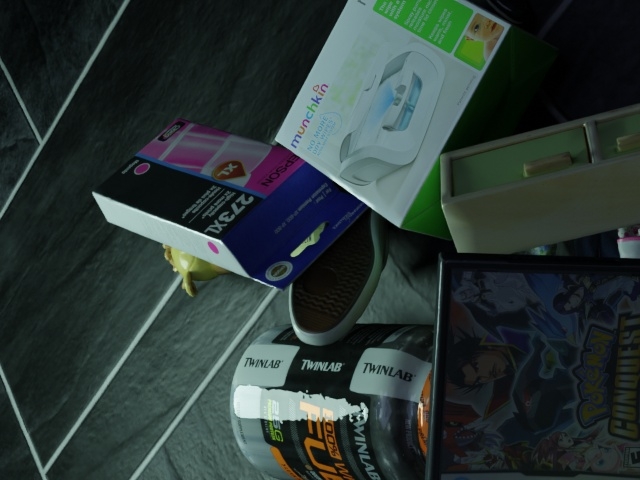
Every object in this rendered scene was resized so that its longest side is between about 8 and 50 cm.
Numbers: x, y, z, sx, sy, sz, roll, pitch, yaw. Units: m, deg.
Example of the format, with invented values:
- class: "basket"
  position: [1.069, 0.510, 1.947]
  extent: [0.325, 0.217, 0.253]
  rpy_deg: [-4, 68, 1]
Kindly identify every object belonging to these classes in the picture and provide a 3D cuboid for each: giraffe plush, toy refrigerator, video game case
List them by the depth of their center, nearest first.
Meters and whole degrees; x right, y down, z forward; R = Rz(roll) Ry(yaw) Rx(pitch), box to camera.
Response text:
- class: "video game case"
  position: [0.240, 0.151, 1.299]
  extent: [0.035, 0.248, 0.275]
  rpy_deg: [-89, 1, -74]
- class: "toy refrigerator"
  position: [0.267, -0.069, 1.323]
  extent: [0.269, 0.094, 0.102]
  rpy_deg: [-13, 35, 15]
- class: "giraffe plush"
  position: [-0.172, -0.012, 1.834]
  extent: [0.210, 0.181, 0.170]
  rpy_deg: [7, 112, 30]

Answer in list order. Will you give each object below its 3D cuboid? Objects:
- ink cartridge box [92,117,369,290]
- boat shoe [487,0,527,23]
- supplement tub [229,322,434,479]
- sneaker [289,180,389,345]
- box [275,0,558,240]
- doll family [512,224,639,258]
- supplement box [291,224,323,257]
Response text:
- class: "ink cartridge box"
  position: [-0.124, -0.056, 1.625]
  extent: [0.371, 0.069, 0.176]
  rpy_deg: [21, 55, 42]
- class: "boat shoe"
  position: [0.224, -0.324, 1.541]
  extent: [0.042, 0.049, 0.133]
  rpy_deg: [-50, 48, 39]
- class: "supplement tub"
  position: [0.067, 0.204, 1.511]
  extent: [0.338, 0.207, 0.207]
  rpy_deg: [-4, 81, 46]
- class: "sneaker"
  position: [0.040, 0.044, 1.563]
  extent: [0.106, 0.123, 0.290]
  rpy_deg: [1, 42, 19]
- class: "box"
  position: [0.111, -0.172, 1.485]
  extent: [0.231, 0.127, 0.262]
  rpy_deg: [38, 105, 34]
- class: "doll family"
  position: [0.287, 0.053, 1.397]
  extent: [0.263, 0.118, 0.163]
  rpy_deg: [-7, 72, 27]
- class: "supplement box"
  position: [0.000, 0.000, 1.697]
  extent: [0.056, 0.083, 0.083]
  rpy_deg: [-22, 68, 41]
